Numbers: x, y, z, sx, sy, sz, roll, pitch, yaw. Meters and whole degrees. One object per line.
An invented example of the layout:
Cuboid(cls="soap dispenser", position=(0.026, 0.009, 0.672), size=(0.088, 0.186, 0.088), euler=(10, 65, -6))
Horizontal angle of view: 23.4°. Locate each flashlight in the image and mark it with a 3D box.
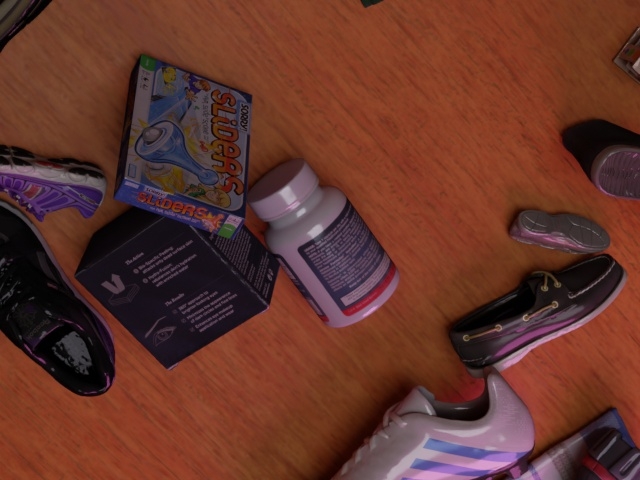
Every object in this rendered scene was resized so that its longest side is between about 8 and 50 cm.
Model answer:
Cuboid(cls="flashlight", position=(0.292, 0.371, 1.898), size=(0.103, 0.103, 0.304), euler=(44, 89, 8))

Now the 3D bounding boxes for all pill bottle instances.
Cuboid(cls="pill bottle", position=(0.000, 0.000, 1.750), size=(0.108, 0.108, 0.180), euler=(-37, 111, -2))

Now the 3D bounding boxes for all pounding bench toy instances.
Cuboid(cls="pounding bench toy", position=(0.401, -0.204, 1.819), size=(0.083, 0.065, 0.052), euler=(36, 94, -20))

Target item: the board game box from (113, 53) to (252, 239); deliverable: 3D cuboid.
Cuboid(cls="board game box", position=(-0.143, -0.102, 1.645), size=(0.136, 0.201, 0.035), euler=(19, 132, -19))

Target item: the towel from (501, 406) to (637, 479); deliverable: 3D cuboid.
Cuboid(cls="towel", position=(0.302, 0.368, 1.968), size=(0.285, 0.034, 0.209), euler=(-33, 108, -6))

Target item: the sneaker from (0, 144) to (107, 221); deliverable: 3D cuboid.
Cuboid(cls="sneaker", position=(-0.318, -0.057, 1.678), size=(0.170, 0.068, 0.071), euler=(12, 107, -18))

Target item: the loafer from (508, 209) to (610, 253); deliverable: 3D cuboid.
Cuboid(cls="loafer", position=(0.287, -0.008, 1.863), size=(0.125, 0.039, 0.045), euler=(13, 58, -18))

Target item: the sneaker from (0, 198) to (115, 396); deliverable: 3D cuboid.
Cuboid(cls="sneaker", position=(-0.320, 0.056, 1.675), size=(0.107, 0.124, 0.283), euler=(-44, 110, 0))

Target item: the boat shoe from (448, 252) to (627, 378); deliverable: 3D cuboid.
Cuboid(cls="boat shoe", position=(0.261, 0.078, 1.852), size=(0.227, 0.081, 0.069), euler=(-33, 114, -1))

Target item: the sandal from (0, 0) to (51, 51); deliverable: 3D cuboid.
Cuboid(cls="sandal", position=(-0.343, -0.247, 1.597), size=(0.086, 0.120, 0.303), euler=(40, 93, -6))

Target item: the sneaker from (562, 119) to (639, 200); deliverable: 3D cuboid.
Cuboid(cls="sneaker", position=(0.400, -0.090, 1.824), size=(0.222, 0.118, 0.083), euler=(15, 112, -22))

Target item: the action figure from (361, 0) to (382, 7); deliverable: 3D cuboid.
Cuboid(cls="action figure", position=(0.015, -0.364, 1.664), size=(0.063, 0.137, 0.232), euler=(-44, 103, -24))

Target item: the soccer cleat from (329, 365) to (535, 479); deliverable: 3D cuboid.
Cuboid(cls="soccer cleat", position=(0.090, 0.254, 1.834), size=(0.331, 0.116, 0.143), euler=(-24, 105, 0))

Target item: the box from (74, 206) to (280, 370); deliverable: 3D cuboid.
Cuboid(cls="box", position=(-0.155, 0.032, 1.698), size=(0.156, 0.093, 0.158), euler=(-32, 113, 25))
